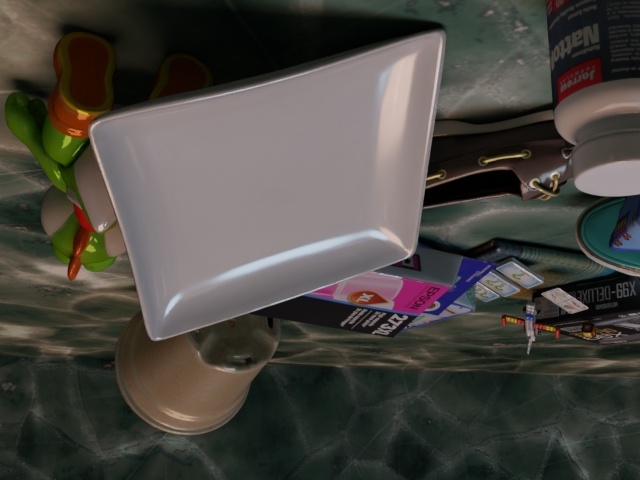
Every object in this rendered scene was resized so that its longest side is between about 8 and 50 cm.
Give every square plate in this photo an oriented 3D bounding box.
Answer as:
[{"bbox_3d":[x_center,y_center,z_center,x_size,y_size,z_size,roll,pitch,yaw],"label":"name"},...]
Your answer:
[{"bbox_3d":[-0.045,-0.053,0.856,0.347,0.049,0.344,-17,142,-14],"label":"square plate"}]

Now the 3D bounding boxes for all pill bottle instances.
[{"bbox_3d":[0.249,-0.135,0.672,0.108,0.180,0.108,1,163,0],"label":"pill bottle"}]

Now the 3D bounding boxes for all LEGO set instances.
[{"bbox_3d":[0.393,0.134,1.510,0.244,0.060,0.182,32,152,-14],"label":"LEGO set"}]

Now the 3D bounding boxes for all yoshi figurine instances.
[{"bbox_3d":[-0.249,-0.102,0.940,0.203,0.203,0.362,-35,170,-37],"label":"yoshi figurine"}]

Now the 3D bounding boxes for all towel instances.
[{"bbox_3d":[0.431,0.067,1.579,0.370,0.040,0.271,10,160,-20],"label":"towel"}]

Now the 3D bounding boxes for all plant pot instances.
[{"bbox_3d":[-0.250,0.228,1.767,0.334,0.333,0.305,10,150,-26],"label":"plant pot"}]

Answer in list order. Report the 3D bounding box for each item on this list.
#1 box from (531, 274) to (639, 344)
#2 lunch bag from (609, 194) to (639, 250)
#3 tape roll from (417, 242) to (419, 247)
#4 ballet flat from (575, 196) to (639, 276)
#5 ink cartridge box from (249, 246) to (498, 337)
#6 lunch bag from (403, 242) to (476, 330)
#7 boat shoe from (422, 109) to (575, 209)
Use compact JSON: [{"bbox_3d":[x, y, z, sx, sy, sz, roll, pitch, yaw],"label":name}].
[{"bbox_3d":[0.611,0.136,1.568,0.243,0.076,0.307,17,158,-35],"label":"box"},{"bbox_3d":[0.522,-0.040,0.921,0.293,0.138,0.221,16,164,5],"label":"lunch bag"},{"bbox_3d":[0.000,0.000,1.166,0.286,0.100,0.286,-2,148,-1],"label":"tape roll"},{"bbox_3d":[0.579,-0.021,1.148,0.401,0.139,0.139,-7,161,24],"label":"ballet flat"},{"bbox_3d":[0.051,0.062,1.121,0.371,0.069,0.175,9,146,-22],"label":"ink cartridge box"},{"bbox_3d":[0.140,0.095,1.530,0.243,0.114,0.303,18,157,-28],"label":"lunch bag"},{"bbox_3d":[0.236,-0.092,0.958,0.325,0.096,0.116,-3,163,15],"label":"boat shoe"}]
